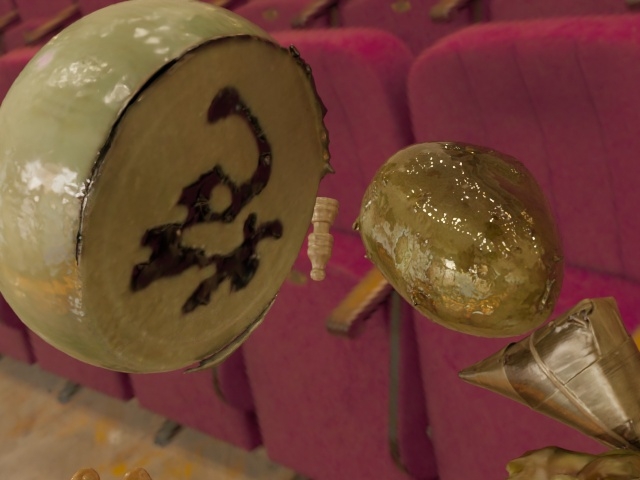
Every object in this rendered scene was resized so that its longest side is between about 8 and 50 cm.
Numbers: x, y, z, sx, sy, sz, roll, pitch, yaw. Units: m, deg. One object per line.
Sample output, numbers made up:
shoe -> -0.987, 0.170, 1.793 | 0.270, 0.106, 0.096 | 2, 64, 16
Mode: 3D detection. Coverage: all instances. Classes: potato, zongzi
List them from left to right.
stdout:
potato -> 0.186, -0.005, 1.544 | 0.270, 0.219, 0.359 | 4, 24, -7
zongzi -> 0.229, 0.155, 1.072 | 0.176, 0.160, 0.078 | -35, -20, 29

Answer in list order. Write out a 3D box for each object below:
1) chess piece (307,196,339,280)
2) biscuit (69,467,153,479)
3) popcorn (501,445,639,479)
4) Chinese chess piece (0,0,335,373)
chess piece -> 0.000, 0.000, 1.301 | 0.035, 0.035, 0.092 | -5, 72, 36
biscuit -> -0.288, 0.423, 1.545 | 0.144, 0.236, 0.040 | 3, -16, -11
popcorn -> 0.244, 0.290, 0.911 | 0.293, 0.237, 0.293 | 5, 11, -1
Chinese chess piece -> -0.142, -0.047, 1.065 | 0.146, 0.349, 0.349 | 23, 53, 33
